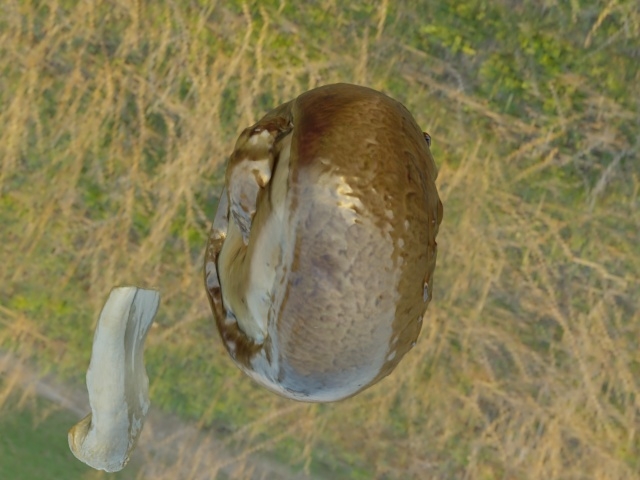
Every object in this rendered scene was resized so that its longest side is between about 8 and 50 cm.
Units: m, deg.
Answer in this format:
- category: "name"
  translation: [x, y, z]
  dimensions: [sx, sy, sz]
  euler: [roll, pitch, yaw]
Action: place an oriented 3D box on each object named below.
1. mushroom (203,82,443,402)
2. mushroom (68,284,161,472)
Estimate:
- category: "mushroom"
  translation: [0.000, 0.000, 0.800]
  dimensions: [0.153, 0.253, 0.253]
  euler: [6, 158, -20]
- category: "mushroom"
  translation: [-0.173, 0.112, 0.917]
  dimensions: [0.054, 0.059, 0.202]
  euler: [33, 127, 26]
